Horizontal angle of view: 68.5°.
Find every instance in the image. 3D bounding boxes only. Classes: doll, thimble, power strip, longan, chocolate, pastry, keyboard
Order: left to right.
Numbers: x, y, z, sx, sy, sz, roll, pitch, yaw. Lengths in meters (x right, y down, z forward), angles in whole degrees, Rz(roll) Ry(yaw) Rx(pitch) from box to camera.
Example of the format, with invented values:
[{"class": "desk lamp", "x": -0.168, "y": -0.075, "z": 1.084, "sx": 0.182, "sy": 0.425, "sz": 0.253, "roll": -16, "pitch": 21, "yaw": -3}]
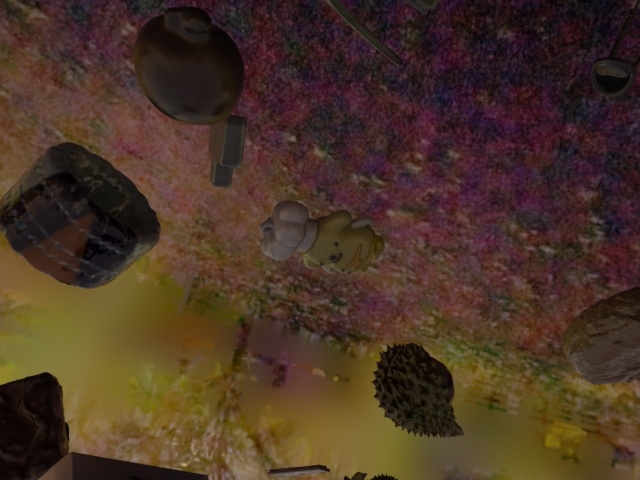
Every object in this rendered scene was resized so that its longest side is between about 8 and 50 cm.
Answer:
[{"class": "chocolate", "x": -0.549, "y": 0.348, "z": 0.863, "sx": 0.148, "sy": 0.214, "sz": 0.093, "roll": -11, "pitch": 149, "yaw": -29}, {"class": "thimble", "x": -0.397, "y": -0.045, "z": 0.785, "sx": 0.237, "sy": 0.150, "sz": 0.237, "roll": 50, "pitch": -173, "yaw": -9}, {"class": "longan", "x": -0.123, "y": -0.167, "z": 0.446, "sx": 0.106, "sy": 0.106, "sz": 0.119, "roll": 15, "pitch": 150, "yaw": -6}, {"class": "power strip", "x": -0.254, "y": -0.238, "z": 1.246, "sx": 0.059, "sy": 0.194, "sz": 0.265, "roll": 4, "pitch": -165, "yaw": -22}, {"class": "keyboard", "x": -0.056, "y": 0.600, "z": 1.225, "sx": 0.165, "sy": 0.017, "sz": 0.055, "roll": -20, "pitch": 139, "yaw": 27}, {"class": "doll", "x": 0.000, "y": 0.000, "z": 0.590, "sx": 0.162, "sy": 0.062, "sz": 0.106, "roll": 15, "pitch": 129, "yaw": -25}, {"class": "pastry", "x": 0.697, "y": 0.202, "z": 1.024, "sx": 0.329, "sy": 0.137, "sz": 0.330, "roll": -2, "pitch": 139, "yaw": -2}]

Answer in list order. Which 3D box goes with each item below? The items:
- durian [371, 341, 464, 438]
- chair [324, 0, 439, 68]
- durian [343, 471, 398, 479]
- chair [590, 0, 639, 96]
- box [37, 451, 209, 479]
[{"class": "durian", "x": 0.152, "y": 0.232, "z": 0.773, "sx": 0.118, "sy": 0.187, "sz": 0.108, "roll": -12, "pitch": 140, "yaw": -15}, {"class": "chair", "x": 0.033, "y": -0.377, "z": 0.633, "sx": 0.274, "sy": 0.204, "sz": 0.190, "roll": 30, "pitch": 157, "yaw": -2}, {"class": "durian", "x": 0.149, "y": 0.634, "z": 1.094, "sx": 0.159, "sy": 0.199, "sz": 0.146, "roll": -11, "pitch": -168, "yaw": -15}, {"class": "chair", "x": 0.682, "y": -0.441, "z": 1.040, "sx": 0.095, "sy": 0.222, "sz": 0.104, "roll": 25, "pitch": -178, "yaw": -40}, {"class": "box", "x": -0.228, "y": 0.369, "z": 0.595, "sx": 0.243, "sy": 0.067, "sz": 0.155, "roll": 43, "pitch": -173, "yaw": -45}]
